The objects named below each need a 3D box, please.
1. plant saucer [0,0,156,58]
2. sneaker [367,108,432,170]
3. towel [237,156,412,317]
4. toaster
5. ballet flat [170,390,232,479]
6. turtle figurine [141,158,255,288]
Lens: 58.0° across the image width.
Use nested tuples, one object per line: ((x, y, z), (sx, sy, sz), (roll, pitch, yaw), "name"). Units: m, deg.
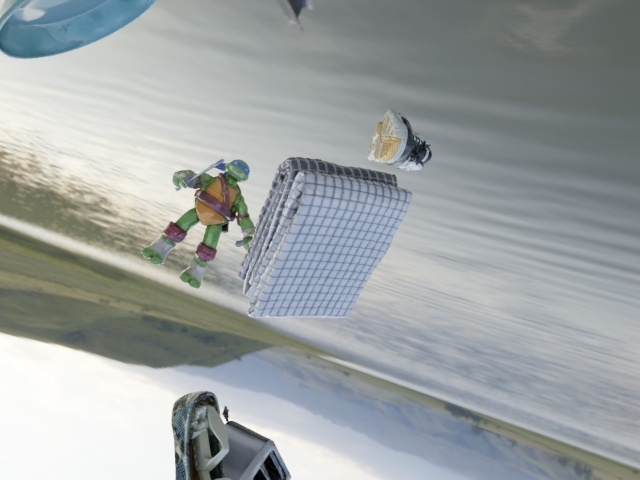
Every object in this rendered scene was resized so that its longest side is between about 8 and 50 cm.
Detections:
((-0.159, -0.158, 0.378), (0.021, 0.119, 0.119), (62, 159, -9), "plant saucer")
((0.051, -0.058, 0.344), (0.036, 0.032, 0.083), (17, -171, -2), "sneaker")
((0.000, 0.000, 1.013), (0.234, 0.284, 0.121), (5, -148, -36), "towel")
((-0.150, 0.424, 1.004), (0.110, 0.168, 0.186), (9, 132, 33), "toaster")
((-0.125, 0.253, 0.630), (0.070, 0.189, 0.070), (-14, 152, -8), "ballet flat")
((-0.220, -0.038, 1.135), (0.197, 0.266, 0.274), (31, -173, -47), "turtle figurine")
